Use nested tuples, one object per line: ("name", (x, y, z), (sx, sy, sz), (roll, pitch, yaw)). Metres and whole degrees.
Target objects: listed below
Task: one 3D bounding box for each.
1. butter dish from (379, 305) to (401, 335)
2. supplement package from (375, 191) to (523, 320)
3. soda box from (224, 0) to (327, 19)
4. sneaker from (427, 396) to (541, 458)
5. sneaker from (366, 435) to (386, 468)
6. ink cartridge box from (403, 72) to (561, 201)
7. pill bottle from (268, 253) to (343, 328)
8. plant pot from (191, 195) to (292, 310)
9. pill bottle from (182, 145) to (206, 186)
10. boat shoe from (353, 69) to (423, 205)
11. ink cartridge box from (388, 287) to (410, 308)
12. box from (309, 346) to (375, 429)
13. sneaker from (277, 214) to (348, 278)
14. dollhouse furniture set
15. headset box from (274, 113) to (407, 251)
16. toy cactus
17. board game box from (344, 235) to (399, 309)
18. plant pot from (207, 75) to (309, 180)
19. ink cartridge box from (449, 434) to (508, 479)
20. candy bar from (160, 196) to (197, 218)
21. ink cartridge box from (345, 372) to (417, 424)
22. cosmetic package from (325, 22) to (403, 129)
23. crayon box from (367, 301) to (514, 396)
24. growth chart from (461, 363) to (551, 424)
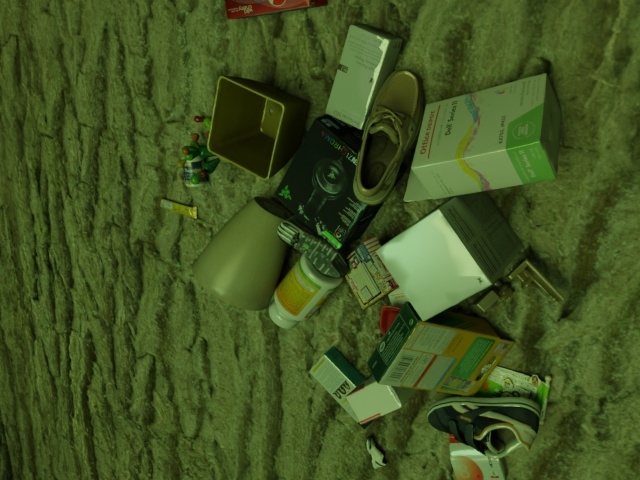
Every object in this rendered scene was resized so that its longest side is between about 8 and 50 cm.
("butter dish", (0.227, 0.262, 1.667), (0.159, 0.118, 0.160), (11, 144, 10))
("supplement package", (0.306, 0.019, 1.473), (0.199, 0.262, 0.198), (-36, 87, 37))
("soda box", (-0.119, -0.624, 1.611), (0.263, 0.092, 0.084), (4, 111, 32))
("sneaker", (0.406, 0.485, 1.637), (0.321, 0.128, 0.126), (-18, 126, 42))
("sneaker", (0.173, 0.652, 1.951), (0.043, 0.040, 0.109), (-16, 103, 20))
("ink cartridge box", (0.331, -0.217, 1.390), (0.353, 0.207, 0.119), (-9, 140, 35))
("pill bottle", (-0.051, 0.148, 1.836), (0.136, 0.136, 0.246), (46, 126, 10))
("plant pot", (-0.200, 0.019, 1.843), (0.256, 0.256, 0.274), (35, 107, 17))
("pill bottle", (-0.393, -0.231, 1.958), (0.067, 0.067, 0.120), (9, 113, 31))
("boat shoe", (0.163, -0.252, 1.470), (0.121, 0.110, 0.342), (14, 81, 9))
("ink cartridge box", (0.226, 0.100, 1.682), (0.104, 0.061, 0.182), (-13, 100, 38))
("box", (0.086, 0.445, 1.908), (0.244, 0.060, 0.101), (45, 126, 11))
("sneaker", (0.000, 0.000, 1.757), (0.228, 0.132, 0.086), (39, 125, 1))
("dollhouse furniture set", (0.463, 0.145, 1.495), (0.151, 0.144, 0.123), (-43, 81, 0))
("headset box", (0.043, -0.149, 1.664), (0.246, 0.131, 0.283), (43, 126, 13))
("toy cactus", (-0.320, -0.268, 1.862), (0.180, 0.219, 0.112), (8, 151, -1))
("board game box", (0.130, 0.090, 1.691), (0.147, 0.045, 0.193), (61, 154, 10))
("plant pot", (-0.150, -0.316, 1.691), (0.212, 0.187, 0.212), (28, 122, 21))
("ink cartridge box", (0.425, 0.582, 1.751), (0.145, 0.045, 0.180), (-14, 102, 36))
("candy bar", (-0.472, -0.110, 2.088), (0.161, 0.018, 0.040), (17, 113, 28))
("ink cartridge box", (0.194, 0.391, 1.718), (0.158, 0.217, 0.092), (-36, 82, 37))
("cosmetic package", (0.105, -0.403, 1.556), (0.117, 0.085, 0.231), (29, 120, 22))
("crayon box", (0.303, 0.280, 1.586), (0.203, 0.322, 0.083), (-61, 32, 23))
("growth chart", (0.483, 0.403, 1.658), (0.237, 0.021, 0.172), (8, 113, 32))
